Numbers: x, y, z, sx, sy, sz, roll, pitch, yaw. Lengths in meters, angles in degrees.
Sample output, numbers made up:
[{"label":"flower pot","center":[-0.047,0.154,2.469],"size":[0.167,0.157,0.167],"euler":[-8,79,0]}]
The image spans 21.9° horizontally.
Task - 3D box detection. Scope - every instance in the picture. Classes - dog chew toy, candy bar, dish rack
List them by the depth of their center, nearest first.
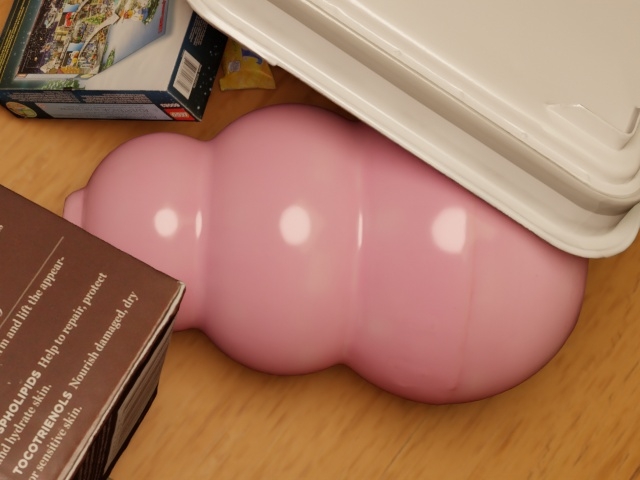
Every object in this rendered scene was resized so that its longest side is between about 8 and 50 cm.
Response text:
[{"label":"dish rack","center":[0.099,-0.168,1.033],"size":[0.333,0.072,0.285],"euler":[33,47,-5]},{"label":"dog chew toy","center":[0.000,0.000,1.077],"size":[0.332,0.206,0.206],"euler":[3,77,-4]},{"label":"candy bar","center":[-0.063,-0.184,1.190],"size":[0.040,0.018,0.161],"euler":[-6,80,-15]}]

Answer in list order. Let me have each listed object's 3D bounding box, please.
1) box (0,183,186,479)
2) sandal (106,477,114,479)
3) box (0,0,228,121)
[{"label":"box","center":[-0.213,0.077,0.989],"size":[0.203,0.168,0.167],"euler":[28,60,4]},{"label":"sandal","center":[-0.141,0.187,1.071],"size":[0.180,0.049,0.072],"euler":[23,73,-7]},{"label":"box","center":[-0.120,-0.192,1.109],"size":[0.159,0.044,0.233],"euler":[4,68,34]}]
